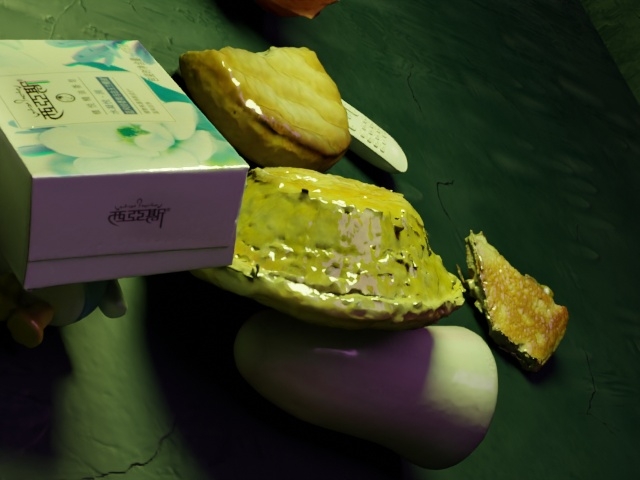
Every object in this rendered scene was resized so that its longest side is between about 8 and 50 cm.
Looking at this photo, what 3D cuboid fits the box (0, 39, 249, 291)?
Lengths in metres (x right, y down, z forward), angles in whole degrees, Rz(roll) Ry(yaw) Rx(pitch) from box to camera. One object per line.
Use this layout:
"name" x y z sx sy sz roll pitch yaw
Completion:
"box" -0.218 -0.083 1.243 0.203 0.116 0.274 -5 34 -29

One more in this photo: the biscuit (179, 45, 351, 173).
"biscuit" -0.063 -0.173 1.760 0.274 0.091 0.213 -1 57 -59

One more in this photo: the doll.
"doll" -0.237 0.009 1.293 0.135 0.099 0.241 13 27 10

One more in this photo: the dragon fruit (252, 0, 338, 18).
"dragon fruit" -0.063 -0.483 1.910 0.225 0.305 0.305 27 37 -34

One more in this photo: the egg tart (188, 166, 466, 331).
"egg tart" 0.001 0.000 1.450 0.341 0.132 0.341 12 10 -2

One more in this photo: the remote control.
"remote control" 0.033 -0.166 1.950 0.229 0.044 0.073 33 35 -17

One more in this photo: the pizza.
"pizza" 0.275 0.099 1.987 0.226 0.069 0.147 35 54 -23

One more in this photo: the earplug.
"earplug" 0.034 0.146 1.487 0.301 0.172 0.172 19 42 -37

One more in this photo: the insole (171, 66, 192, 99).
"insole" -0.165 -0.212 1.747 0.053 0.002 0.153 46 29 -12
